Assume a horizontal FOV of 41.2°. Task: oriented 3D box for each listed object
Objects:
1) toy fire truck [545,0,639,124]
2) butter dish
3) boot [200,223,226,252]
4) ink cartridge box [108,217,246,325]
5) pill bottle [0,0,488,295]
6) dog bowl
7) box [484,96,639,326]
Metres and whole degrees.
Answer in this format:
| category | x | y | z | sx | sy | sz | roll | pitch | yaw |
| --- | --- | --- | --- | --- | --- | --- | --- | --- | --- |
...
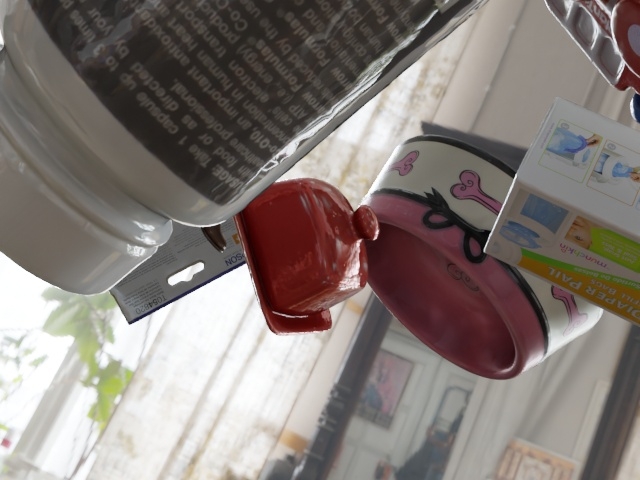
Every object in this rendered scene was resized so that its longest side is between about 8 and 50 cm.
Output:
| category | x | y | z | sx | sy | sz | roll | pitch | yaw |
| --- | --- | --- | --- | --- | --- | --- | --- | --- | --- |
| toy fire truck | 0.367 | -0.251 | 0.948 | 0.302 | 0.169 | 0.254 | 58 | -7 | 22 |
| butter dish | 0.000 | 0.000 | 0.811 | 0.118 | 0.160 | 0.160 | -22 | -12 | 20 |
| boot | -0.095 | -0.051 | 1.006 | 0.106 | 0.114 | 0.037 | 63 | -1 | -28 |
| ink cartridge box | -0.237 | -0.023 | 1.257 | 0.224 | 0.223 | 0.045 | 63 | -11 | -2 |
| pill bottle | -0.065 | -0.140 | 0.542 | 0.204 | 0.361 | 0.204 | 49 | 9 | -11 |
| dog bowl | 0.214 | 0.044 | 1.303 | 0.408 | 0.150 | 0.408 | 40 | -21 | 18 |
| box | 0.257 | -0.011 | 0.705 | 0.203 | 0.103 | 0.114 | 26 | -31 | 12 |
